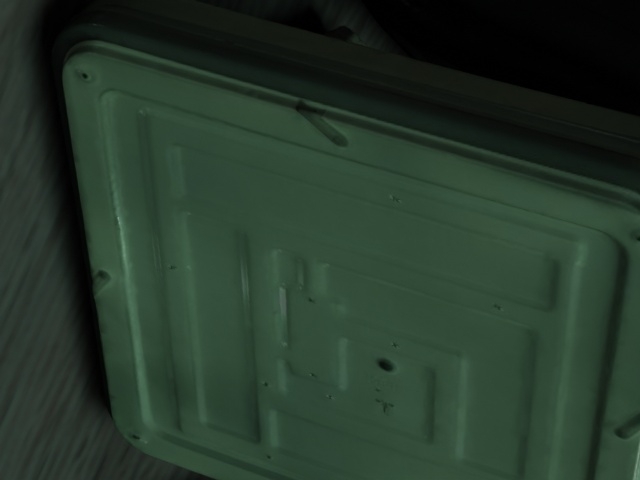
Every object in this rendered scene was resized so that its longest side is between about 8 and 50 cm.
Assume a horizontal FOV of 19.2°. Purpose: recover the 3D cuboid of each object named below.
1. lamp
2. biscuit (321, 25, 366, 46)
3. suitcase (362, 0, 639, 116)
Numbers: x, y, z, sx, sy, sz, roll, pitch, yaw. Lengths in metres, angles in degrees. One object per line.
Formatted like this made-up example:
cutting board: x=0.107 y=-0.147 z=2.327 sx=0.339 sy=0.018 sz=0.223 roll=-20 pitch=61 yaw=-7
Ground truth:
lamp: x=0.022 y=0.032 z=0.801 sx=0.266 sy=0.269 sz=0.047 roll=88 pitch=26 yaw=-45
biscuit: x=-0.001 y=-0.001 z=0.939 sx=0.141 sy=0.038 sz=0.290 roll=-44 pitch=149 yaw=-6
suitcase: x=0.201 y=-0.073 z=0.846 sx=0.188 sy=0.339 sz=0.345 roll=-53 pitch=147 yaw=-7
